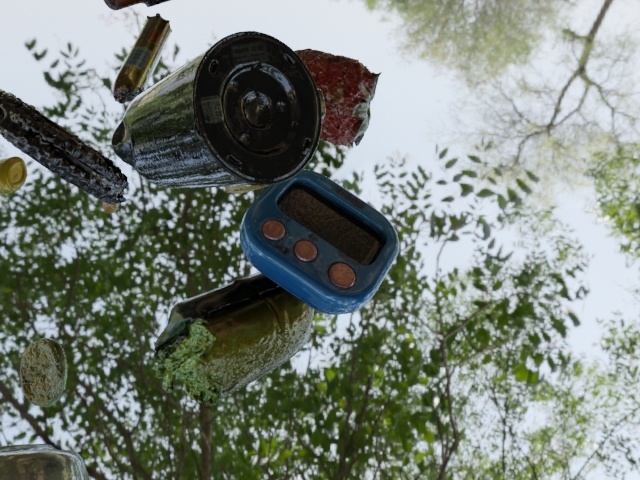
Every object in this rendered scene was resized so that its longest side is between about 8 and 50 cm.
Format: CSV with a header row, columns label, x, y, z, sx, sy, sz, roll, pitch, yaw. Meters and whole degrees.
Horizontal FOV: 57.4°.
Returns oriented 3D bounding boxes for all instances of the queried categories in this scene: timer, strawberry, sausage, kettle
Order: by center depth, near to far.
label,x,y,z,sx,sy,sz,roll,pitch,yaw
kettle,-0.151,-0.198,0.910,0.308,0.203,0.262,1,-136,52
timer,0.000,0.000,1.342,0.340,0.115,0.309,33,-131,4
sausage,-0.440,-0.444,1.440,0.082,0.082,0.372,0,-134,2
strawberry,0.002,-0.443,1.827,0.343,0.292,0.292,13,-150,7

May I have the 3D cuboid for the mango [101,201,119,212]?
label,x,y,z,sx,sy,sz,roll,pitch,yaw
mango,-0.584,-0.117,1.636,0.046,0.089,0.060,3,-138,-38

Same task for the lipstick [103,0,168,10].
label,x,y,z,sx,sy,sz,roll,pitch,yaw
lipstick,-0.187,-0.402,0.866,0.081,0.081,0.299,24,-134,38

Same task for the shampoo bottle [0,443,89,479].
label,x,y,z,sx,sy,sz,roll,pitch,yaw
shampoo bottle,-0.703,0.643,1.370,0.322,0.322,0.318,0,-111,2

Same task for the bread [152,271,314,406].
label,x,y,z,sx,sy,sz,roll,pitch,yaw
bread,-0.181,0.222,1.372,0.376,0.251,0.208,-22,-133,-40

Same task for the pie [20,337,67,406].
label,x,y,z,sx,sy,sz,roll,pitch,yaw
pie,-0.331,0.159,0.704,0.084,0.084,0.021,16,-176,29

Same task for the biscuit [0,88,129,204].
label,x,y,z,sx,sy,sz,roll,pitch,yaw
biscuit,-0.322,-0.112,0.721,0.194,0.194,0.053,29,-98,43

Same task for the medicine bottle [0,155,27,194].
label,x,y,z,sx,sy,sz,roll,pitch,yaw
medicine bottle,-0.813,-0.149,1.419,0.260,0.064,0.095,-3,-113,31

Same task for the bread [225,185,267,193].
label,x,y,z,sx,sy,sz,roll,pitch,yaw
bread,-0.252,-0.259,1.871,0.184,0.114,0.275,-18,-148,-11
